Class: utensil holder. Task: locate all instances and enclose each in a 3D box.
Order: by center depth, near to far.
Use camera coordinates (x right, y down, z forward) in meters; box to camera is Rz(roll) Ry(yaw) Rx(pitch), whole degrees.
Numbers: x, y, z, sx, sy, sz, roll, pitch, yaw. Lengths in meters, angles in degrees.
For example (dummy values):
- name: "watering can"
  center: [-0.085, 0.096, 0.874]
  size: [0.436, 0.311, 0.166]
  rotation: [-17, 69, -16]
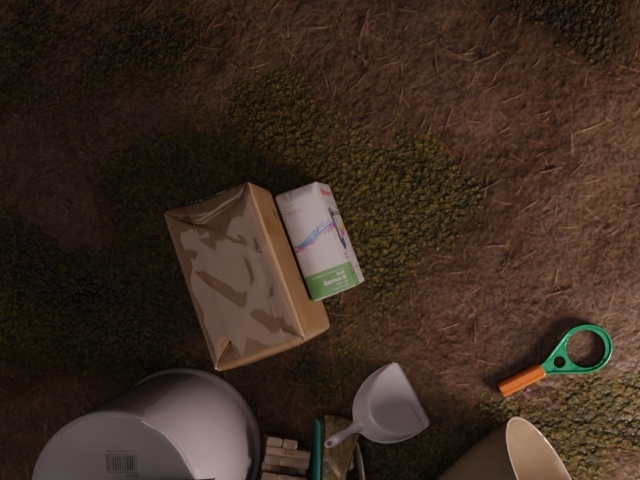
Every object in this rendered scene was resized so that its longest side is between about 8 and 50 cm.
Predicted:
- name: "utensil holder"
  center: [-0.309, 0.429, 1.613]
  size: [0.327, 0.385, 0.327]
  rotation: [0, 92, 9]

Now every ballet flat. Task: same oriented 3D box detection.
- name: "ballet flat"
  center: [0.026, 0.512, 1.662]
  size: [0.123, 0.123, 0.348]
  rotation: [4, 71, 9]

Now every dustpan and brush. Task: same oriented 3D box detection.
- name: "dustpan and brush"
  center: [0.096, 0.344, 1.676]
  size: [0.060, 0.211, 0.147]
  rotation: [-37, 79, 50]

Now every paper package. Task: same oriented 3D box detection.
- name: "paper package"
  center: [-0.125, 0.063, 1.610]
  size: [0.168, 0.325, 0.309]
  rotation: [-21, 86, 9]

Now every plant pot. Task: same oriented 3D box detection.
- name: "plant pot"
  center: [0.305, 0.502, 1.603]
  size: [0.274, 0.256, 0.256]
  rotation: [-35, 85, 25]

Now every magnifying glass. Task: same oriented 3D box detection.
- name: "magnifying glass"
  center: [0.450, 0.237, 1.669]
  size: [0.231, 0.026, 0.092]
  rotation: [-29, 86, 7]

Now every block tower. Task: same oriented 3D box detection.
- name: "block tower"
  center: [-0.089, 0.553, 1.685]
  size: [0.091, 0.097, 0.335]
  rotation: [9, 81, -6]

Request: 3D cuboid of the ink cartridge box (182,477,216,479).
- name: "ink cartridge box"
  center: [-0.255, 0.459, 1.369]
  size: [0.190, 0.082, 0.139]
  rotation: [-7, 90, 11]

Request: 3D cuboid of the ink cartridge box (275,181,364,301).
- name: "ink cartridge box"
  center: [0.000, 0.000, 1.673]
  size: [0.093, 0.154, 0.212]
  rotation: [-22, 87, 9]
